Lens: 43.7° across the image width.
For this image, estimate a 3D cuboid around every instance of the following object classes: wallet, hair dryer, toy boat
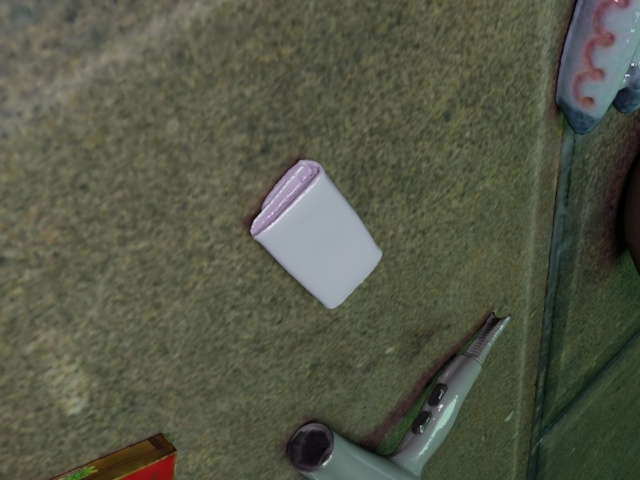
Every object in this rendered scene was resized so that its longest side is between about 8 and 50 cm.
[{"bbox_3d":[0.000,0.000,0.528,0.061,0.025,0.122,-51,146,-7],"label":"wallet"},{"bbox_3d":[0.071,0.162,0.732,0.229,0.092,0.267,25,85,-49],"label":"hair dryer"},{"bbox_3d":[0.268,-0.181,0.644,0.134,0.079,0.208,-21,136,-35],"label":"toy boat"}]

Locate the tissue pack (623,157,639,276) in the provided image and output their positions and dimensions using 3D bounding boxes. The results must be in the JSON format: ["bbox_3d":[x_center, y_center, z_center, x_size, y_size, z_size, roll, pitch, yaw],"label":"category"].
[{"bbox_3d":[0.523,-0.025,0.814,0.267,0.387,0.277,-39,125,-20],"label":"tissue pack"}]

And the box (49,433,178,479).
[{"bbox_3d":[-0.154,0.183,0.506,0.133,0.023,0.090,-15,128,-43],"label":"box"}]
